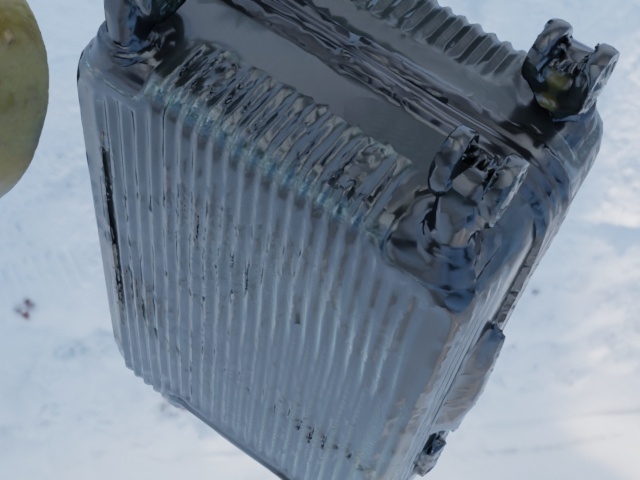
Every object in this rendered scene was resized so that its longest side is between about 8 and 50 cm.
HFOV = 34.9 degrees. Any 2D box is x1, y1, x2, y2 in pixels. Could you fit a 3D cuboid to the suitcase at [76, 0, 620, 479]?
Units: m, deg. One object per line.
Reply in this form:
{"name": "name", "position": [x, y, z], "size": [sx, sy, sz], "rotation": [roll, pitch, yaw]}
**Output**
{"name": "suitcase", "position": [0.000, 0.000, 0.478], "size": [0.128, 0.202, 0.312], "rotation": [-48, 162, -31]}

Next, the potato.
{"name": "potato", "position": [-0.298, -0.093, 0.661], "size": [0.158, 0.203, 0.178], "rotation": [-22, 117, -59]}
